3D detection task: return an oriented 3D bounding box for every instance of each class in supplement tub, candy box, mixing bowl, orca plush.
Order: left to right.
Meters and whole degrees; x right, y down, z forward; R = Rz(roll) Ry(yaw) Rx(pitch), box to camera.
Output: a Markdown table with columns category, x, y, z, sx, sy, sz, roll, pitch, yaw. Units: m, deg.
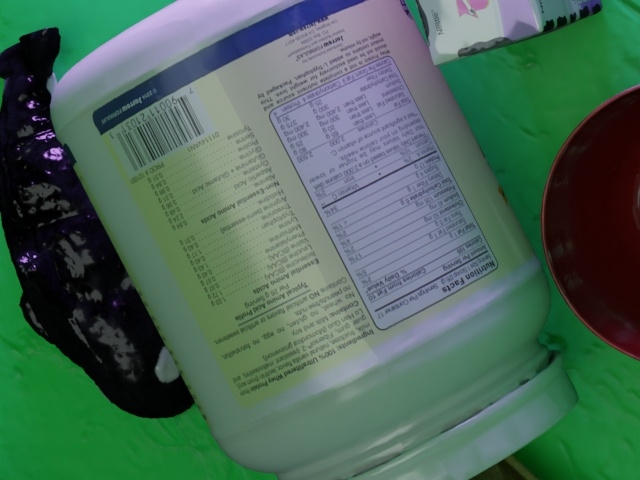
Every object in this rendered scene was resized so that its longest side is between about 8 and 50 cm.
| category | x | y | z | sx | sy | sz | roll | pitch | yaw |
| --- | --- | --- | --- | --- | --- | --- | --- | --- | --- |
| orca plush | -0.168 | -0.004 | 1.338 | 0.151 | 0.102 | 0.287 | -7 | 97 | 19 |
| supplement tub | 0.000 | 0.000 | 1.212 | 0.235 | 0.235 | 0.325 | -27 | 91 | 21 |
| candy box | 0.099 | -0.199 | 1.164 | 0.070 | 0.196 | 0.164 | -15 | 95 | 20 |
| mixing bowl | 0.236 | -0.016 | 1.204 | 0.181 | 0.098 | 0.181 | 3 | 100 | 18 |

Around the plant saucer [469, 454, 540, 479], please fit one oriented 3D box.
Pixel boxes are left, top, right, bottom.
| category | x | y | z | sx | sy | sz | roll | pitch | yaw |
| --- | --- | --- | --- | --- | --- | --- | --- | --- | --- |
| plant saucer | 0.125 | 0.256 | 1.289 | 0.188 | 0.045 | 0.188 | 42 | 103 | 29 |
